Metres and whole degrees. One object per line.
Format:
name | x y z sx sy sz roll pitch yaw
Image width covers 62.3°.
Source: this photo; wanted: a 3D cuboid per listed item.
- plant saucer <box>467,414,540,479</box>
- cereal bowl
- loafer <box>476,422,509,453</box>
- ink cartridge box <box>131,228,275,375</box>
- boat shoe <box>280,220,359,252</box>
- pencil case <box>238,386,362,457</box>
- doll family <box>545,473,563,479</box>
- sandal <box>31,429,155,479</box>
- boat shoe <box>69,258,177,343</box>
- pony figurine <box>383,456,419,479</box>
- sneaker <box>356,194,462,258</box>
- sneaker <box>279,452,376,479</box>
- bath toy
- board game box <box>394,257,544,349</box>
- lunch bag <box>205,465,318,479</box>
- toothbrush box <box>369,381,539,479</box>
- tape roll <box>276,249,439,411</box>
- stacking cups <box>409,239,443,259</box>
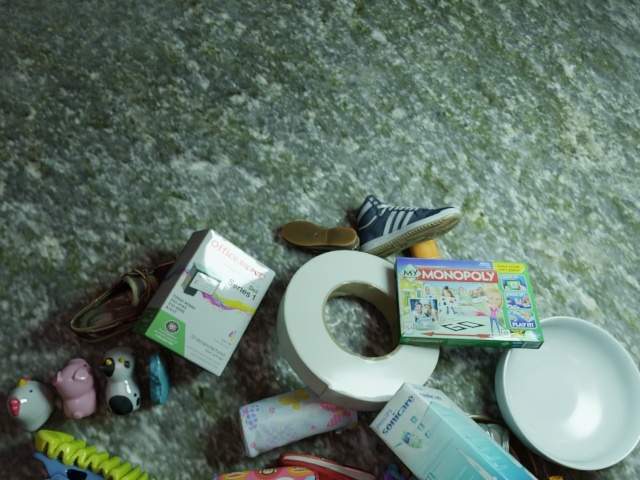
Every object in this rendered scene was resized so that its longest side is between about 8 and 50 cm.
plant saucer | 0.364 0.546 1.219 0.278 0.041 0.277 1 70 -4
cereal bowl | 0.568 0.359 1.253 0.339 0.141 0.338 2 69 -5
loafer | 0.397 0.538 1.157 0.084 0.096 0.267 2 67 -11
ink cartridge box | -0.264 0.139 1.231 0.201 0.117 0.278 37 67 -24
boat shoe | 0.000 0.000 1.371 0.207 0.073 0.073 10 65 20
pencil case | -0.050 0.399 1.198 0.273 0.124 0.113 -12 28 -10
doll family | 0.502 0.604 1.147 0.263 0.118 0.163 -50 124 -8
sandal | -0.480 0.521 1.115 0.318 0.126 0.138 20 72 11
boat shoe | -0.425 0.129 1.257 0.342 0.123 0.123 -26 74 -14
pony figurine | 0.192 0.639 1.034 0.351 0.302 0.364 -31 49 -30
sneaker | 0.209 -0.063 1.343 0.282 0.099 0.153 -25 61 29
sneaker | 0.005 0.548 1.161 0.222 0.087 0.127 14 68 1
bath toy | -0.521 0.325 1.174 0.349 0.129 0.151 -11 71 -8
board game box | 0.338 0.144 1.243 0.318 0.046 0.213 2 55 0
lunch bag | -0.139 0.561 1.027 0.294 0.258 0.120 -9 97 5
toothbrush box | 0.276 0.435 1.066 0.295 0.216 0.126 41 97 36
tape roll | 0.091 0.199 1.238 0.393 0.072 0.391 12 51 -14
stacking cups | 0.282 0.091 1.363 0.096 0.096 0.316 -14 67 -10
